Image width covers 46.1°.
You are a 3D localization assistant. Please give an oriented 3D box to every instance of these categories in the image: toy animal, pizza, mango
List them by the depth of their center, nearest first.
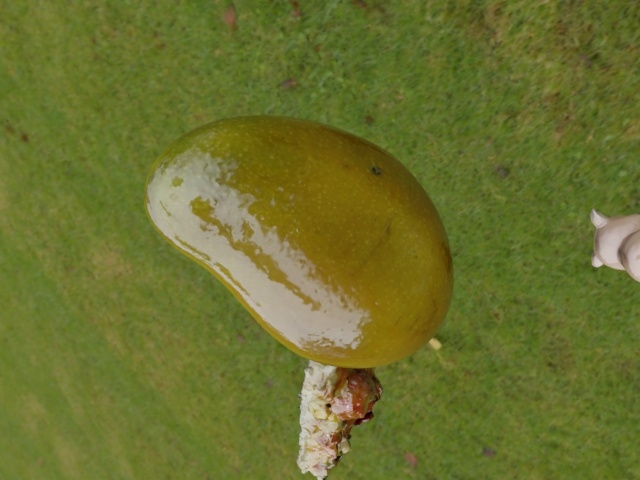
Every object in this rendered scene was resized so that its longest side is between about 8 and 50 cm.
[{"bbox_3d":[0.000,0.000,0.459,0.227,0.136,0.099,32,175,-35],"label":"mango"},{"bbox_3d":[0.025,0.135,0.673,0.053,0.193,0.201,22,91,15],"label":"pizza"},{"bbox_3d":[0.396,0.008,0.951,0.150,0.089,0.083,-143,63,-72],"label":"toy animal"}]
